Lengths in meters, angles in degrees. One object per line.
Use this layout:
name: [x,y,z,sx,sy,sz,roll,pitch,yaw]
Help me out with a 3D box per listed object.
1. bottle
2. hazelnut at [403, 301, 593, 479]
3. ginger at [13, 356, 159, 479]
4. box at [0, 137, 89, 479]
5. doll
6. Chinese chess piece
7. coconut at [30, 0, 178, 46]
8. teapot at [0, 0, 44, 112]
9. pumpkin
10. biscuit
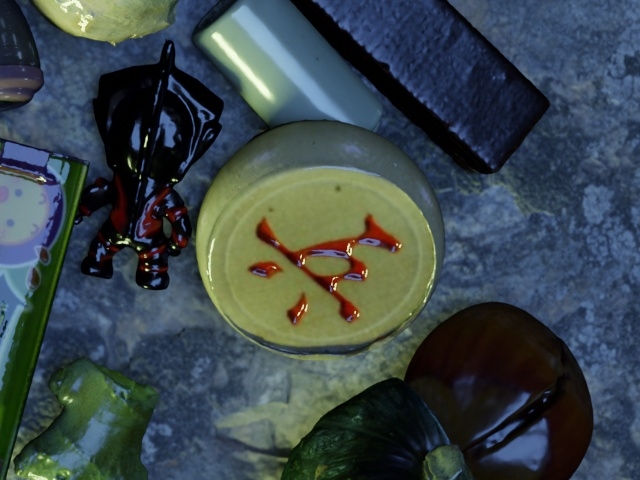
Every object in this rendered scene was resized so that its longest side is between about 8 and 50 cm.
bottle: [-0.016,-0.151,1.926,0.104,0.104,0.245,-46,105,-11]
hazelnut: [0.195,0.167,1.979,0.181,0.181,0.212,-35,94,-5]
ginger: [-0.242,0.259,1.885,0.137,0.089,0.290,1,99,-41]
box: [-0.330,0.073,1.839,0.134,0.097,0.346,14,89,-11]
doll: [-0.175,-0.078,1.889,0.127,0.088,0.249,4,99,-26]
Chinese chess piece: [0.000,0.000,1.888,0.249,0.103,0.250,-1,122,-1]
coconut: [-0.208,-0.278,1.817,0.194,0.194,0.194,-1,94,-19]
teapot: [-0.343,-0.195,1.825,0.116,0.148,0.146,-2,81,-54]
pumpkin: [0.070,0.306,1.894,0.197,0.263,0.293,-31,60,-12]
biscuit: [0.069,-0.227,1.966,0.388,0.073,0.107,42,79,-16]
